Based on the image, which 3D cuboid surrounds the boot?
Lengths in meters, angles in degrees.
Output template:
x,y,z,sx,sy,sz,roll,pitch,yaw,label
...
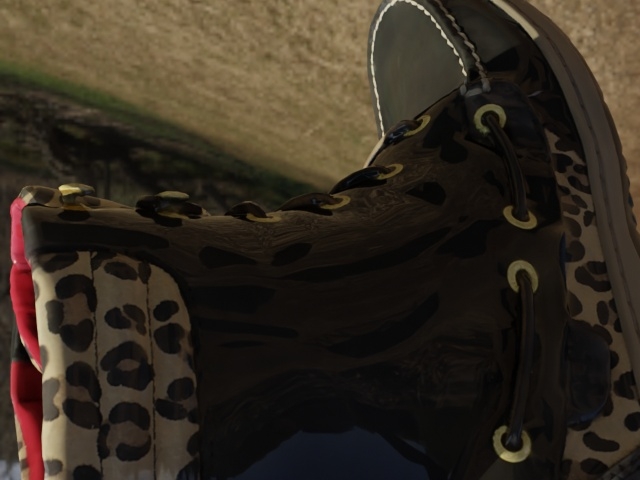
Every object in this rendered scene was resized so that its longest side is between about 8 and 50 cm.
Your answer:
x,y,z,sx,sy,sz,roll,pitch,yaw,label
0.000,0.000,0.484,0.284,0.377,0.138,0,145,-19,boot
